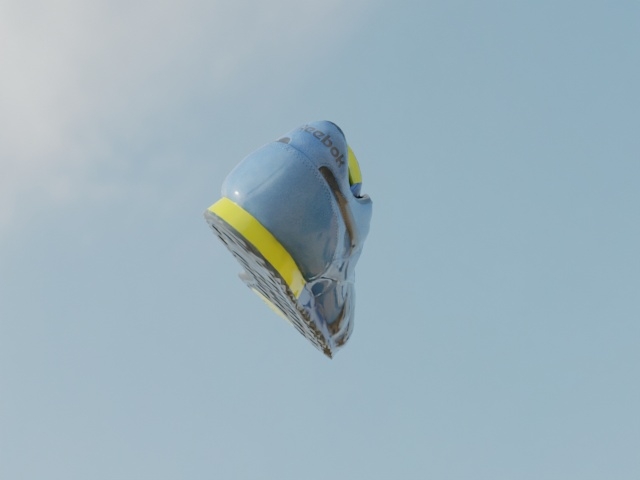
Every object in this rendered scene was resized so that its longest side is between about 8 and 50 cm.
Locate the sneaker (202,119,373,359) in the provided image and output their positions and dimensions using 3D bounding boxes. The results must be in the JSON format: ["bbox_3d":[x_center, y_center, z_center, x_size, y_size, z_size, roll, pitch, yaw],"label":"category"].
[{"bbox_3d":[0.000,0.000,0.994,0.082,0.069,0.209,-49,-17,-9],"label":"sneaker"}]
